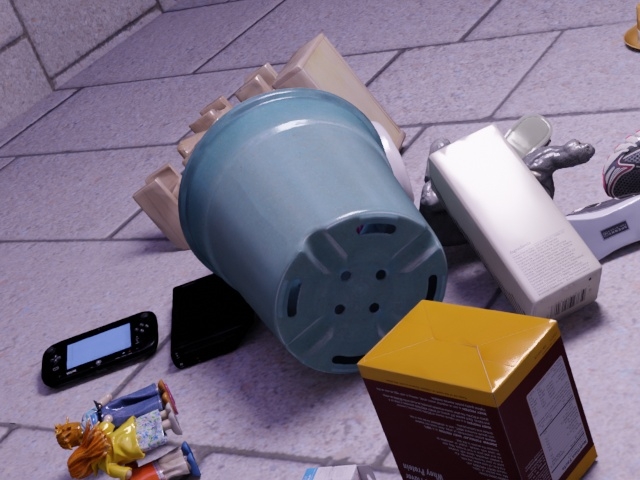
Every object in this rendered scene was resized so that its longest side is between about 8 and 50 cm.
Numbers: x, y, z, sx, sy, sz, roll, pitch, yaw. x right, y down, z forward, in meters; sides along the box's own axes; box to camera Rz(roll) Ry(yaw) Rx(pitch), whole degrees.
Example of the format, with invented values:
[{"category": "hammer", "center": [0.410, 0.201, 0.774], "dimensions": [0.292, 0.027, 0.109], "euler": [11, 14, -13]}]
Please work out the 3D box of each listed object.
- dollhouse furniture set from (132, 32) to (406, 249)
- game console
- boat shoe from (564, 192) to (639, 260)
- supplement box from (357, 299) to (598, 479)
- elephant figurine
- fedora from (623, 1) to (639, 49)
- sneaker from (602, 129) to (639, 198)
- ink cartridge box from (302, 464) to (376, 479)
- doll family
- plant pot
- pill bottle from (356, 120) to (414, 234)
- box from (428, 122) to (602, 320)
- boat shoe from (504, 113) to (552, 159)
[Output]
[{"category": "dollhouse furniture set", "center": [-0.080, -0.160, 2.326], "dimensions": [0.394, 0.256, 0.362], "euler": [-32, 17, 31]}, {"category": "game console", "center": [-0.277, 0.154, 1.980], "dimensions": [0.361, 0.044, 0.213], "euler": [-20, 25, 3]}, {"category": "boat shoe", "center": [0.388, -0.017, 1.776], "dimensions": [0.228, 0.080, 0.076], "euler": [-23, 8, 3]}, {"category": "supplement box", "center": [0.176, 0.191, 1.385], "dimensions": [0.191, 0.194, 0.129], "euler": [7, 37, 44]}, {"category": "elephant figurine", "center": [0.272, -0.057, 1.865], "dimensions": [0.239, 0.186, 0.169], "euler": [10, 69, 6]}, {"category": "fedora", "center": [0.664, -0.428, 2.353], "dimensions": [0.194, 0.079, 0.194], "euler": [-18, 25, 9]}, {"category": "sneaker", "center": [0.545, -0.102, 1.773], "dimensions": [0.299, 0.121, 0.112], "euler": [-10, 48, 33]}, {"category": "ink cartridge box", "center": [0.025, 0.293, 1.469], "dimensions": [0.083, 0.048, 0.028], "euler": [-9, 28, 25]}, {"category": "doll family", "center": [-0.276, 0.258, 1.687], "dimensions": [0.163, 0.118, 0.263], "euler": [-25, 26, -6]}, {"category": "plant pot", "center": [0.000, 0.000, 1.778], "dimensions": [0.341, 0.341, 0.334], "euler": [-25, 34, -7]}, {"category": "pill bottle", "center": [-0.011, -0.067, 2.062], "dimensions": [0.301, 0.169, 0.169], "euler": [-24, 26, -6]}, {"category": "box", "center": [0.261, -0.019, 1.693], "dimensions": [0.113, 0.094, 0.275], "euler": [-26, 60, -8]}, {"category": "boat shoe", "center": [0.294, -0.121, 2.057], "dimensions": [0.227, 0.069, 0.081], "euler": [-36, 69, -19]}]
